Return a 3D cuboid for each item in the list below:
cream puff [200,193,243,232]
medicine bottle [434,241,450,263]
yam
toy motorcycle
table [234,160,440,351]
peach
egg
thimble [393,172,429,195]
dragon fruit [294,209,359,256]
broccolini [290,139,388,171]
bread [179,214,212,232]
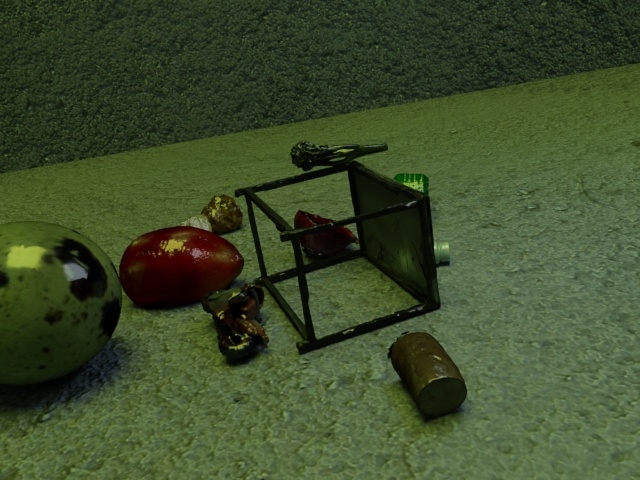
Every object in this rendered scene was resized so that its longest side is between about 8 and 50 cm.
[{"bbox_3d":[-0.268,-0.074,1.770,0.116,0.094,0.122,-1,18,17],"label":"cream puff"},{"bbox_3d":[0.223,0.028,1.342,0.083,0.047,0.047,-5,21,10],"label":"medicine bottle"},{"bbox_3d":[0.152,0.188,0.924,0.084,0.084,0.127,-13,25,-7],"label":"yam"},{"bbox_3d":[-0.144,0.137,1.185,0.118,0.084,0.212,-15,29,-15],"label":"toy motorcycle"},{"bbox_3d":[0.019,0.010,1.245,0.272,0.222,0.335,-15,21,-16],"label":"table"},{"bbox_3d":[-0.305,0.056,1.386,0.268,0.158,0.154,-2,28,16],"label":"peach"},{"bbox_3d":[-0.529,0.110,1.149,0.380,0.287,0.287,-7,20,32],"label":"egg"},{"bbox_3d":[0.223,-0.110,1.604,0.090,0.118,0.130,-2,40,11],"label":"thimble"},{"bbox_3d":[0.000,0.000,1.476,0.147,0.096,0.102,18,11,-33],"label":"dragon fruit"},{"bbox_3d":[0.039,-0.173,1.345,0.203,0.068,0.091,1,-8,1],"label":"broccolini"},{"bbox_3d":[-0.328,0.008,1.685,0.077,0.105,0.152,-23,-7,-30],"label":"bread"}]
